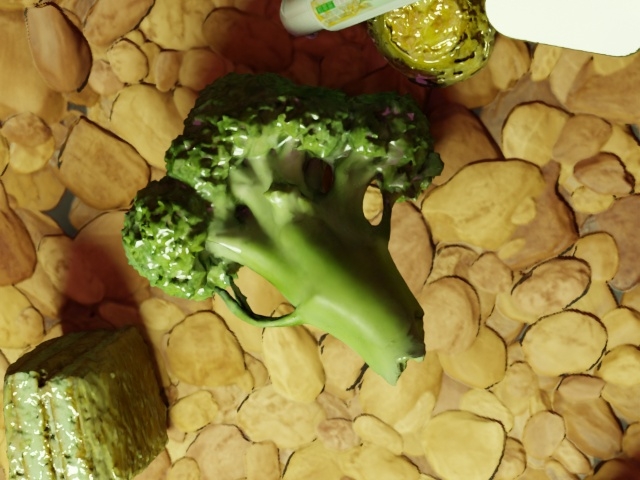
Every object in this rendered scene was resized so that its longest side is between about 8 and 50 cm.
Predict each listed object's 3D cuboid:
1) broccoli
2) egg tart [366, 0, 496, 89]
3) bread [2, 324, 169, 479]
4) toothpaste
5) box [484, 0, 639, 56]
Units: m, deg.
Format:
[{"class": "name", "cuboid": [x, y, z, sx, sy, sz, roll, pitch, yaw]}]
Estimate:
[{"class": "broccoli", "cuboid": [-0.004, -0.021, 1.731, 0.302, 0.186, 0.254, 27, 70, 9]}, {"class": "egg tart", "cuboid": [0.100, -0.198, 1.711, 0.130, 0.052, 0.130, 4, 103, 17]}, {"class": "bread", "cuboid": [-0.222, 0.163, 1.828, 0.102, 0.196, 0.138, -12, 96, 16]}, {"class": "toothpaste", "cuboid": [0.077, -0.231, 1.635, 0.058, 0.056, 0.314, 35, 148, -31]}, {"class": "box", "cuboid": [0.219, -0.264, 1.607, 0.144, 0.090, 0.201, 11, 128, 14]}]
